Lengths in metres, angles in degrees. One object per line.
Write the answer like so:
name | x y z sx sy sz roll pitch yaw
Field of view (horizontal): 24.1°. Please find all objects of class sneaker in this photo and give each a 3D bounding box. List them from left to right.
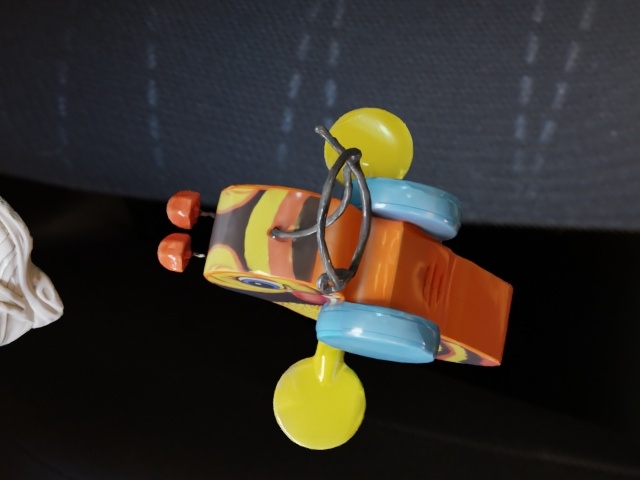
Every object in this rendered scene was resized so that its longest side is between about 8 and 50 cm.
sneaker | -0.318 0.027 1.358 0.115 0.090 0.232 -42 140 -20

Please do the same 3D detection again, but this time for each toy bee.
toy bee | 0.000 0.000 0.864 0.195 0.162 0.298 -67 150 -30
